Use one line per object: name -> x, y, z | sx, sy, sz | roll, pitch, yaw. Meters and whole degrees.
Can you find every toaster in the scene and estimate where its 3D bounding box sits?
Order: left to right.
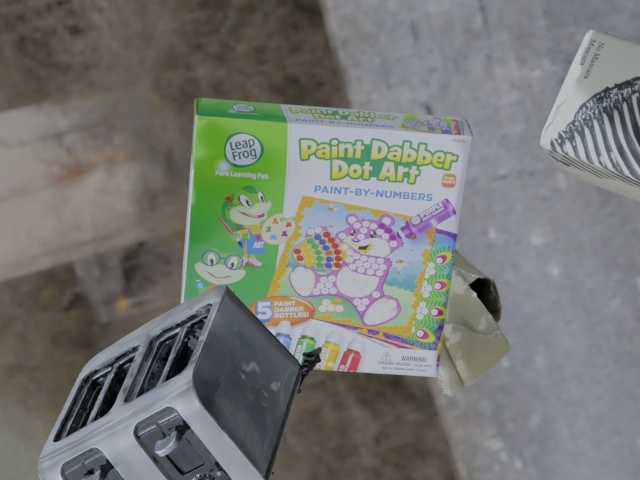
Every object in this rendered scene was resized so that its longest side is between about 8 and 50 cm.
toaster -> -0.109, 0.137, 1.367 | 0.110, 0.168, 0.186 | 51, -152, -20

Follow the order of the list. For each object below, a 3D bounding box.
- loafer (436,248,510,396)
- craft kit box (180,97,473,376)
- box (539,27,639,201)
loafer -> 0.147, 0.062, 1.908 | 0.268, 0.092, 0.102 | -100, -8, -50
craft kit box -> 0.000, 0.000, 1.609 | 0.061, 0.250, 0.246 | -100, 15, -69
box -> 0.322, -0.068, 1.381 | 0.275, 0.113, 0.094 | 20, 174, 25
